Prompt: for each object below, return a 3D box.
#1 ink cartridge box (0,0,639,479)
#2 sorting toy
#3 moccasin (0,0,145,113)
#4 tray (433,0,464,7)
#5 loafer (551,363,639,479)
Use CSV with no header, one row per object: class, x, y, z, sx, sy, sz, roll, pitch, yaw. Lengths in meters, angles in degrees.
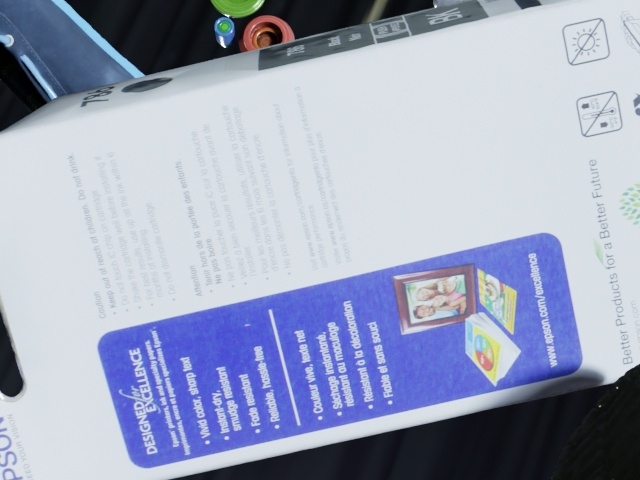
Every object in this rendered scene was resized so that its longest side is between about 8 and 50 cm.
ink cartridge box,0.000,0.000,0.695,0.332,0.065,0.165,-12,109,1
sorting toy,-0.065,-0.192,1.470,0.102,0.061,0.042,61,172,12
moccasin,-0.280,-0.173,1.509,0.342,0.117,0.138,39,167,9
tray,0.148,-0.210,0.737,0.145,0.030,0.270,-12,151,-27
loafer,0.145,0.126,0.592,0.078,0.220,0.080,30,111,-23
